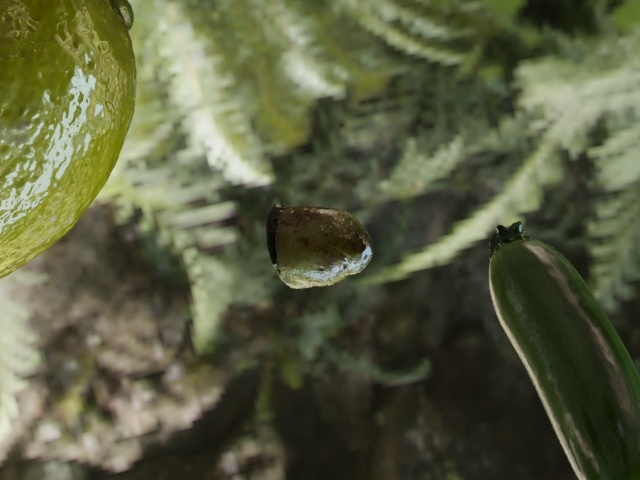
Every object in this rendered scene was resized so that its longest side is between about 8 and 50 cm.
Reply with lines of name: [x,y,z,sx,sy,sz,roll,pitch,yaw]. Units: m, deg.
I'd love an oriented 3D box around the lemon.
lemon: [-0.315,-0.133,1.634,0.364,0.364,0.364,-11,-161,4]

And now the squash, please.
squash: [0.264,0.123,2.070,0.107,0.107,0.395,-15,-131,-8]

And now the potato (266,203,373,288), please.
potato: [0.000,0.000,2.186,0.103,0.096,0.066,-8,172,17]
